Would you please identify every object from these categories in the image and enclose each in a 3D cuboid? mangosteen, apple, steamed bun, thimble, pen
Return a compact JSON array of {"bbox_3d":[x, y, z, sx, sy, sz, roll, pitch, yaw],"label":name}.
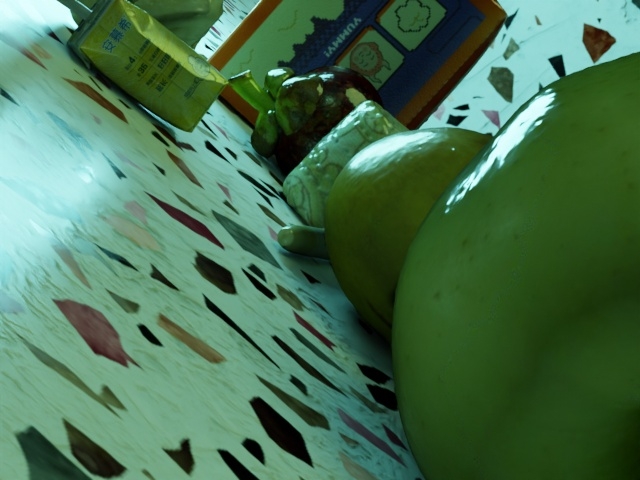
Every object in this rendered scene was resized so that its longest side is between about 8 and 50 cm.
[{"bbox_3d":[-0.017,-0.130,2.175,0.181,0.156,0.146,7,51,-21],"label":"mangosteen"},{"bbox_3d":[0.283,0.066,1.449,0.473,0.473,0.473,40,9,-8],"label":"apple"},{"bbox_3d":[-0.183,-0.258,2.045,0.155,0.172,0.141,84,4,-66],"label":"steamed bun"},{"bbox_3d":[0.066,-0.054,2.078,0.190,0.143,0.137,32,12,-44],"label":"thimble"},{"bbox_3d":[0.000,0.000,1.905,0.040,0.032,0.233,48,10,16],"label":"pen"}]

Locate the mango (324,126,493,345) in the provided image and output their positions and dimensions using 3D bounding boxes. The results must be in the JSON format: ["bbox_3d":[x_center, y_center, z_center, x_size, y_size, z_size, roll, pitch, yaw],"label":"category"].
[{"bbox_3d":[0.155,0.034,1.856,0.301,0.221,0.445,32,-4,16],"label":"mango"}]

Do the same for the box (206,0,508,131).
[{"bbox_3d":[0.053,-0.258,2.436,0.257,0.318,0.349,41,8,-4],"label":"box"}]

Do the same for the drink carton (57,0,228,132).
[{"bbox_3d":[-0.190,-0.192,1.861,0.200,0.084,0.074,37,-1,-23],"label":"drink carton"}]
